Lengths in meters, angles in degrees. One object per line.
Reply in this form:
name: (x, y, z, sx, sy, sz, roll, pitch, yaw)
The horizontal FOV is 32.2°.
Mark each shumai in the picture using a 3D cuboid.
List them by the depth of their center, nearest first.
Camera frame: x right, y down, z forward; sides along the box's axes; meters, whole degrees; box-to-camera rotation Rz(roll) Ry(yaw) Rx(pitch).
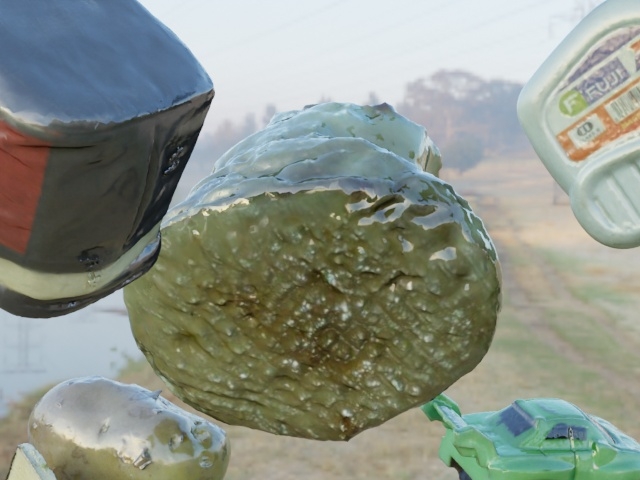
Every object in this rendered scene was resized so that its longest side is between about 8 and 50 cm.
shumai: (0.000, 0.000, 1.215, 0.397, 0.324, 0.323, -19, 33, 21)

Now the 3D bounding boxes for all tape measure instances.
tape measure: (0.342, -0.125, 1.102, 0.243, 0.246, 0.125, -36, -13, 25)

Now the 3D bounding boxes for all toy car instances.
toy car: (0.332, 0.322, 1.665, 0.358, 0.177, 0.213, -1, 16, -15)

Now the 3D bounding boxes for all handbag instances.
handbag: (-0.200, -0.080, 0.685, 0.254, 0.181, 0.181, 40, 41, 19)

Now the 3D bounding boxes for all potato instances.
potato: (-0.238, 0.257, 1.374, 0.262, 0.165, 0.165, 9, 5, 20)

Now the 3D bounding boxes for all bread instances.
bread: (-0.344, 0.308, 1.283, 0.028, 0.154, 0.068, -8, 41, -43)
